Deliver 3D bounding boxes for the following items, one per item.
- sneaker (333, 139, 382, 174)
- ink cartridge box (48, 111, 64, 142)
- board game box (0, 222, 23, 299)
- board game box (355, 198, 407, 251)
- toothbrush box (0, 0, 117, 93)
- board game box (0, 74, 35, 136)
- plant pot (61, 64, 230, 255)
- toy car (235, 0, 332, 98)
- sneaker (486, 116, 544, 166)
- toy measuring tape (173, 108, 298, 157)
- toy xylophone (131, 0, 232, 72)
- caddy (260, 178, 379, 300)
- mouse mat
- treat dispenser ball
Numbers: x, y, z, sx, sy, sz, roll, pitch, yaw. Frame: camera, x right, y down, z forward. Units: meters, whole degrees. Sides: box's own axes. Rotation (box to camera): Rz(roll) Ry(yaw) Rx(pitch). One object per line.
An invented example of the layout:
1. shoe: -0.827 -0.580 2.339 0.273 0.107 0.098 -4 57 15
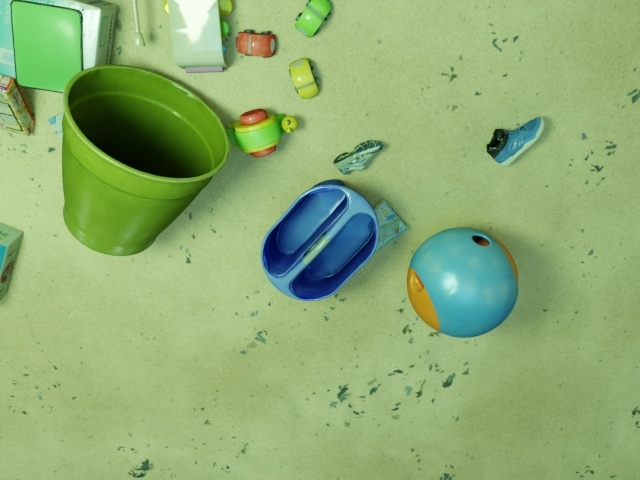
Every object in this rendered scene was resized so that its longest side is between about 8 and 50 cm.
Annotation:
1. sneaker: 0.103 -0.214 1.506 0.135 0.052 0.058 -23 123 18
2. ink cartridge box: -0.649 -0.283 1.481 0.048 0.028 0.083 -20 113 9
3. board game box: -1.009 0.026 1.592 0.303 0.098 0.224 22 114 -11
4. board game box: 0.148 -0.028 1.599 0.154 0.026 0.103 -38 110 16
5. toothbrush box: -0.644 -0.474 1.339 0.295 0.126 0.217 15 115 -8
6. board game box: -0.787 -0.333 1.385 0.146 0.045 0.193 14 157 -7
7. plant pot: -0.453 -0.155 1.376 0.366 0.367 0.353 28 129 -12
8. toy car: -0.057 -0.479 1.373 0.239 0.053 0.225 34 111 -15
9. sneaker: 0.489 -0.266 1.469 0.084 0.058 0.152 31 118 -23
10. toy measuring tape: -0.216 -0.253 1.448 0.329 0.121 0.122 -13 115 6
11. toy xylophone: -0.314 -0.545 1.327 0.236 0.081 0.323 6 115 -3
12. caddy: 0.000 0.000 1.511 0.241 0.179 0.341 41 109 -7
13. mouse mat: -0.607 -0.426 1.289 0.152 0.007 0.190 8 116 -5
14. treat dispenser ball: 0.371 0.109 1.520 0.287 0.288 0.288 0 115 0
